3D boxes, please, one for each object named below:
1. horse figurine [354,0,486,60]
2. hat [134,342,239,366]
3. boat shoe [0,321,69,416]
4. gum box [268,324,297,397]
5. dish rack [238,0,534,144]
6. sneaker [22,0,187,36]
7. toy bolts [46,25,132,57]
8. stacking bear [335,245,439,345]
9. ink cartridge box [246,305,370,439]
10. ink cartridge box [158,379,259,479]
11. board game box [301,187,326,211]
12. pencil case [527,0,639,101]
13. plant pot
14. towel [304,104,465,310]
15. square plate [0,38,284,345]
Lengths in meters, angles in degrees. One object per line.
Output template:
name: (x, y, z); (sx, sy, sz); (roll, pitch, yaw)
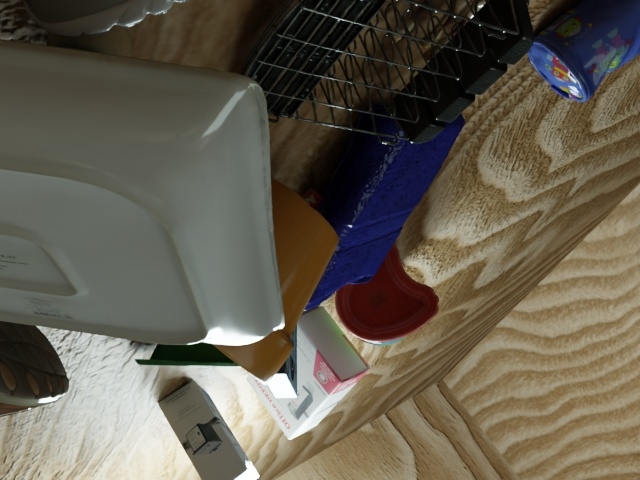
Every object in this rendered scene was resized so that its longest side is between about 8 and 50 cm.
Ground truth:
horse figurine: (0.152, -0.268, 0.810); (0.174, 0.066, 0.263); (-40, 158, 24)
hat: (-0.163, 0.090, 1.118); (0.209, 0.183, 0.173); (-2, 172, 21)
boat shoe: (-0.373, 0.121, 0.717); (0.116, 0.123, 0.324); (-35, 154, 12)
gum box: (-0.065, 0.159, 1.242); (0.041, 0.156, 0.184); (-2, 158, 3)
dish rack: (0.059, -0.181, 0.756); (0.272, 0.074, 0.208); (4, 149, -33)
sneaker: (-0.084, -0.241, 0.475); (0.281, 0.105, 0.115); (-38, 130, 6)
toy bolts: (-0.206, -0.073, 0.600); (0.218, 0.158, 0.228); (12, 155, -5)
stacking bear: (0.124, 0.123, 1.486); (0.164, 0.175, 0.289); (-40, 167, 1)
ink cartridge box: (-0.030, 0.259, 1.499); (0.092, 0.158, 0.218); (-18, 152, -46)
ink cartridge box: (-0.201, 0.363, 1.393); (0.082, 0.190, 0.139); (-34, 160, -9)
board game box: (0.000, 0.000, 1.185); (0.145, 0.027, 0.281); (-44, 159, 13)
pencil case: (0.445, -0.321, 1.096); (0.306, 0.119, 0.133); (-37, 137, 1)
plant pot: (-0.085, 0.031, 0.902); (0.188, 0.205, 0.205); (-51, 162, -10)
towel: (0.067, -0.055, 1.070); (0.228, 0.076, 0.308); (-20, 144, -56)
square plate: (-0.200, -0.007, 0.492); (0.347, 0.049, 0.344); (8, 154, 3)
